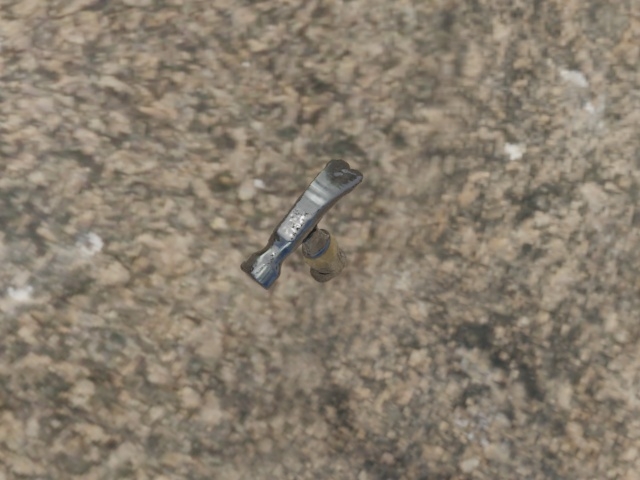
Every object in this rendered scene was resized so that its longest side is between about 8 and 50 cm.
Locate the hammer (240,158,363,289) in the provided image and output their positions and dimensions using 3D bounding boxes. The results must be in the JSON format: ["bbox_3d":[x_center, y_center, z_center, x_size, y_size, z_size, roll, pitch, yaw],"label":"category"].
[{"bbox_3d":[0.000,0.000,0.614,0.021,0.201,0.078,38,88,9],"label":"hammer"}]
